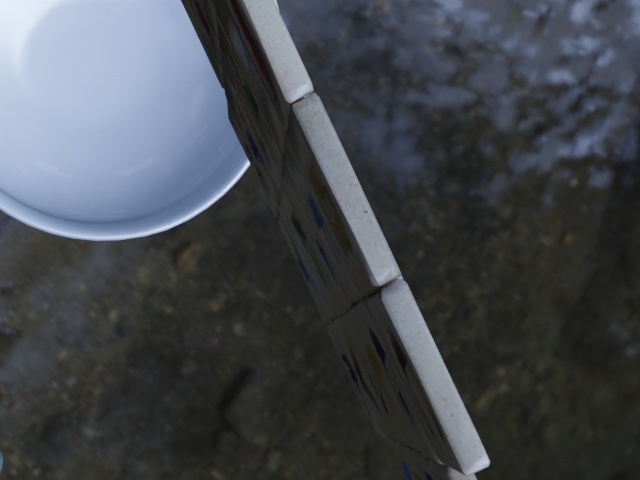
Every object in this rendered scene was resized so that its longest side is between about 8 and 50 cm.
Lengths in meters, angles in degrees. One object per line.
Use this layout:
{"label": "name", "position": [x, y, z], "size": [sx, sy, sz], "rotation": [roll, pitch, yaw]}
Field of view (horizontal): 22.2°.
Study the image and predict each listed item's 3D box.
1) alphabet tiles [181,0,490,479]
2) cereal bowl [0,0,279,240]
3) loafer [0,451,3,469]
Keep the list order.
{"label": "alphabet tiles", "position": [0.000, 0.000, 0.616], "size": [0.011, 0.342, 0.285], "rotation": [-24, 87, -4]}
{"label": "cereal bowl", "position": [-0.209, -0.170, 1.511], "size": [0.339, 0.141, 0.339], "rotation": [0, 91, -14]}
{"label": "loafer", "position": [-0.441, 0.285, 1.631], "size": [0.267, 0.096, 0.084], "rotation": [-45, 116, -4]}
